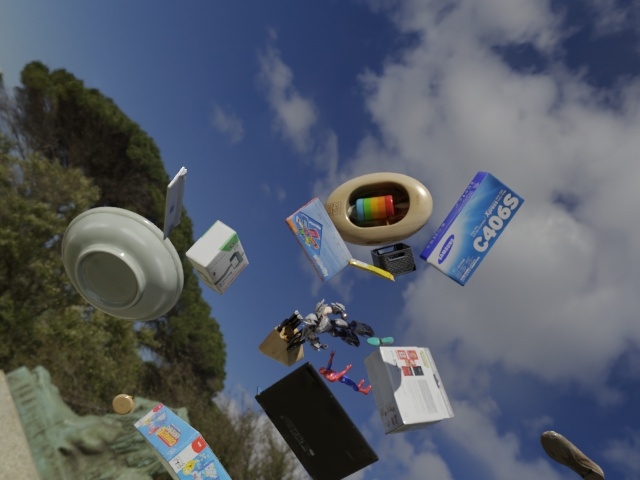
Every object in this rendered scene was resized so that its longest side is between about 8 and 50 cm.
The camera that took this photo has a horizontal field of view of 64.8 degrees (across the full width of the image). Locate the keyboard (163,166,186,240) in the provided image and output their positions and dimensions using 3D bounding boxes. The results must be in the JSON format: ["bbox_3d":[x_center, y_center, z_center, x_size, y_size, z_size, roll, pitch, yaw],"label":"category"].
[{"bbox_3d":[-0.370,-0.086,1.269,0.014,0.072,0.256,33,-34,1],"label":"keyboard"}]

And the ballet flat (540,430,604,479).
[{"bbox_3d":[0.808,0.691,1.623,0.250,0.058,0.084,37,-61,-2],"label":"ballet flat"}]

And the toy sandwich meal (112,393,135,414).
[{"bbox_3d":[-0.737,0.614,1.894,0.029,0.085,0.085,-161,-131,-87],"label":"toy sandwich meal"}]

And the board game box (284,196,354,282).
[{"bbox_3d":[0.000,0.000,1.807,0.027,0.145,0.281,16,-40,60],"label":"board game box"}]

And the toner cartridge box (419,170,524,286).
[{"bbox_3d":[0.496,-0.038,1.658,0.165,0.348,0.075,33,4,-13],"label":"toner cartridge box"}]

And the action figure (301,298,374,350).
[{"bbox_3d":[0.050,0.305,1.770,0.185,0.285,0.099,-53,-139,19],"label":"action figure"}]

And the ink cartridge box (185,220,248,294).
[{"bbox_3d":[-0.454,0.083,2.265,0.121,0.211,0.289,30,-23,21],"label":"ink cartridge box"}]

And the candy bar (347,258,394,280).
[{"bbox_3d":[0.160,0.092,1.593,0.040,0.161,0.018,-84,-164,-69],"label":"candy bar"}]

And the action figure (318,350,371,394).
[{"bbox_3d":[0.115,0.586,2.256,0.091,0.280,0.139,18,-96,58],"label":"action figure"}]

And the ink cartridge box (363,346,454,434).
[{"bbox_3d":[0.351,0.592,2.017,0.130,0.272,0.309,-50,-136,41],"label":"ink cartridge box"}]

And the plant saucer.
[{"bbox_3d":[-0.624,0.098,1.536,0.100,0.400,0.400,-68,150,-63],"label":"plant saucer"}]

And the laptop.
[{"bbox_3d":[-0.032,0.631,1.781,0.408,0.236,0.382,-38,-94,24],"label":"laptop"}]

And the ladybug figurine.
[{"bbox_3d":[0.229,-0.115,2.047,0.162,0.449,0.305,47,42,-67],"label":"ladybug figurine"}]

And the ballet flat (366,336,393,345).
[{"bbox_3d":[0.257,0.438,2.161,0.041,0.114,0.041,-5,90,-82],"label":"ballet flat"}]

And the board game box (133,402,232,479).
[{"bbox_3d":[-0.308,0.576,1.246,0.308,0.086,0.302,-6,-63,57],"label":"board game box"}]

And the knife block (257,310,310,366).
[{"bbox_3d":[-0.156,0.384,2.086,0.276,0.088,0.242,14,-63,43],"label":"knife block"}]

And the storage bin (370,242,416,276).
[{"bbox_3d":[0.254,0.068,1.775,0.180,0.122,0.084,-124,-160,-83],"label":"storage bin"}]
